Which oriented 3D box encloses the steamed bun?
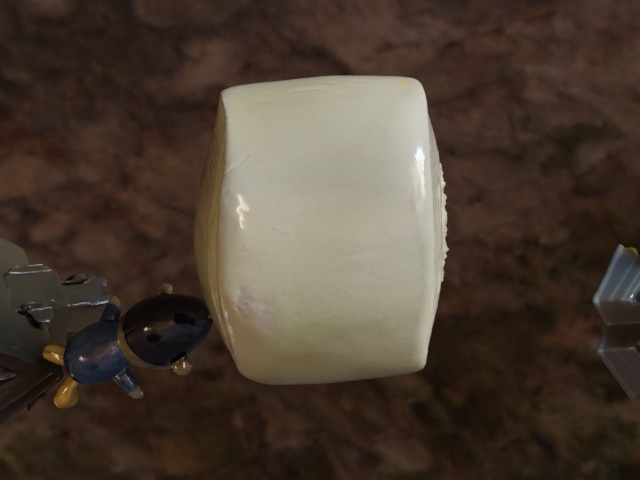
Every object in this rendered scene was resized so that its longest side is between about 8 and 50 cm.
[{"bbox_3d":[0.000,0.000,1.097,0.200,0.250,0.155,-2,18,-1],"label":"steamed bun"}]

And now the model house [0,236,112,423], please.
[{"bbox_3d":[-0.334,0.098,1.440,0.243,0.211,0.204,-8,-50,-20],"label":"model house"}]

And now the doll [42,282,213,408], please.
[{"bbox_3d":[-0.173,0.096,1.313,0.179,0.102,0.089,-21,-14,22],"label":"doll"}]

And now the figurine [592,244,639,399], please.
[{"bbox_3d":[0.526,0.107,1.911,0.285,0.342,0.167,-9,16,43],"label":"figurine"}]
